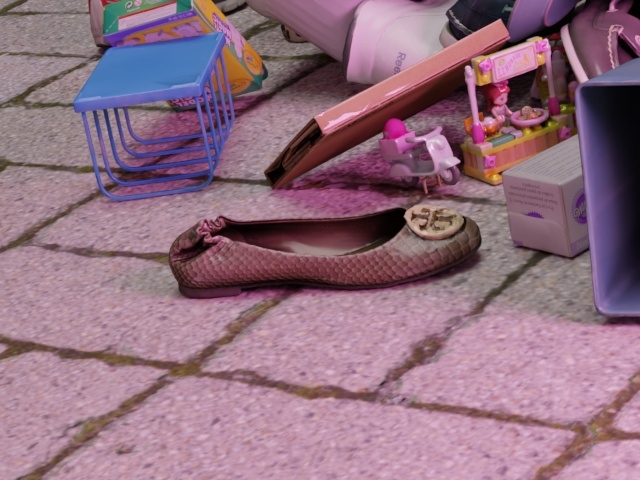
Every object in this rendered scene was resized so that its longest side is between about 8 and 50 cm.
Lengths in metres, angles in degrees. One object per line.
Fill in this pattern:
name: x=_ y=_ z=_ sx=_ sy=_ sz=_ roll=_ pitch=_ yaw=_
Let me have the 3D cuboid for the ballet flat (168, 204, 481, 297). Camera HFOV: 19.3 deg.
ballet flat: x=0.000 y=0.000 z=1.469 sx=0.250 sy=0.058 sz=0.084 roll=-5 pitch=23 yaw=14

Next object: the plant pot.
plant pot: x=0.302 y=-0.059 z=1.346 sx=0.166 sy=0.165 sz=0.234 roll=0 pitch=16 yaw=25

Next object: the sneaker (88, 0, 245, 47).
sneaker: x=-0.175 y=-0.324 z=2.290 sx=0.107 sy=0.118 sz=0.279 roll=7 pitch=27 yaw=37

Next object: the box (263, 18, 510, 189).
box: x=0.056 y=-0.117 z=1.648 sx=0.201 sy=0.021 sz=0.164 roll=-29 pitch=-5 yaw=-22

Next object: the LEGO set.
LEGO set: x=0.178 y=-0.140 z=1.667 sx=0.132 sy=0.107 sz=0.287 roll=7 pitch=28 yaw=38

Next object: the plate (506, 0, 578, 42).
plate: x=0.231 y=-0.250 z=1.686 sx=0.024 sy=0.188 sz=0.188 roll=38 pitch=40 yaw=14

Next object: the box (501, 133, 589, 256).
box: x=0.281 y=-0.078 z=1.522 sx=0.324 sy=0.063 sz=0.067 roll=-27 pitch=26 yaw=-36

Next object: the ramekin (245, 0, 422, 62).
ramekin: x=0.062 y=-0.310 z=1.932 sx=0.135 sy=0.277 sz=0.277 roll=40 pitch=45 yaw=19

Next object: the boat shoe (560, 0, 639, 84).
boat shoe: x=0.283 y=-0.177 z=1.683 sx=0.095 sy=0.112 sz=0.335 roll=-29 pitch=14 yaw=17

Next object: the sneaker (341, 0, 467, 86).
sneaker: x=0.149 y=-0.207 z=1.897 sx=0.129 sy=0.111 sz=0.297 roll=27 pitch=40 yaw=28

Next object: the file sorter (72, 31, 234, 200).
file sorter: x=-0.150 y=-0.118 z=1.777 sx=0.118 sy=0.104 sz=0.170 roll=-8 pitch=21 yaw=8

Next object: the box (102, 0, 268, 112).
box: x=-0.133 y=-0.188 z=1.899 sx=0.105 sy=0.179 sz=0.043 roll=-14 pitch=61 yaw=21

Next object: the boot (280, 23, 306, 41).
boot: x=0.036 y=-0.418 z=2.194 sx=0.138 sy=0.284 sz=0.377 roll=2 pitch=26 yaw=32

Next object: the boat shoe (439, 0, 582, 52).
boat shoe: x=0.198 y=-0.244 z=1.821 sx=0.095 sy=0.079 sz=0.254 roll=36 pitch=37 yaw=20
